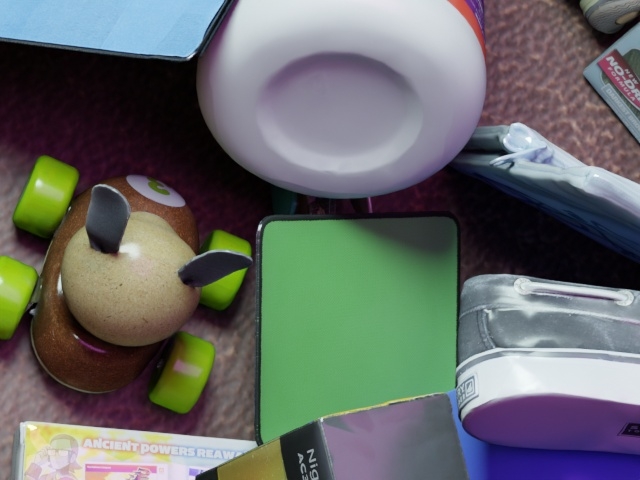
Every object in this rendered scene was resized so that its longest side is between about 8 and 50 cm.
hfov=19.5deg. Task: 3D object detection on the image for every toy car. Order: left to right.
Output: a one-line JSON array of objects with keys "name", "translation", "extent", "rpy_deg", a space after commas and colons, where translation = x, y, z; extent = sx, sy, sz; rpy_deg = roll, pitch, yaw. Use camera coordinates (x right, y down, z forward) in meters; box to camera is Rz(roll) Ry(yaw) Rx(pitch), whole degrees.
[{"name": "toy car", "translation": [-0.114, 0.010, 1.160], "extent": [0.155, 0.188, 0.149], "rpy_deg": [23, 67, -12]}]

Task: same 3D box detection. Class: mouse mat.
[{"name": "mouse mat", "translation": [0.028, 0.057, 1.236], "extent": [0.190, 0.007, 0.152], "rpy_deg": [-2, 94, -44]}]

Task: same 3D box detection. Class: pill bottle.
[{"name": "pill bottle", "translation": [0.018, -0.195, 1.244], "extent": [0.181, 0.181, 0.323], "rpy_deg": [16, 46, -14]}]

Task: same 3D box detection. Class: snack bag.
[{"name": "snack bag", "translation": [0.252, 0.008, 1.223], "extent": [0.323, 0.342, 0.037], "rpy_deg": [27, 90, -10]}]

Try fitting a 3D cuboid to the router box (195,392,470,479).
[{"name": "router box", "translation": [0.029, 0.259, 1.055], "extent": [0.081, 0.243, 0.309], "rpy_deg": [-10, 79, -22]}]

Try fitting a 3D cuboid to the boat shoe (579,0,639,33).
[{"name": "boat shoe", "translation": [0.298, -0.311, 1.440], "extent": [0.130, 0.132, 0.355], "rpy_deg": [46, 63, -1]}]

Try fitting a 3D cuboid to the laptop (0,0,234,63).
[{"name": "laptop", "translation": [-0.212, -0.340, 1.179], "extent": [0.408, 0.236, 0.382], "rpy_deg": [40, 56, -21]}]

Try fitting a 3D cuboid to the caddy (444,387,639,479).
[{"name": "caddy", "translation": [0.194, 0.182, 1.191], "extent": [0.341, 0.241, 0.179], "rpy_deg": [-7, 70, -21]}]

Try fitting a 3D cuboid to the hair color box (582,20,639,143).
[{"name": "hair color box", "translation": [0.401, -0.177, 1.444], "extent": [0.374, 0.113, 0.185], "rpy_deg": [-39, 90, -26]}]

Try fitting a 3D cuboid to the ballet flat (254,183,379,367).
[{"name": "ballet flat", "translation": [0.000, 0.000, 1.271], "extent": [0.079, 0.077, 0.221], "rpy_deg": [10, 66, -20]}]

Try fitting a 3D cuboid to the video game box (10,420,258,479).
[{"name": "video game box", "translation": [-0.099, 0.216, 1.179], "extent": [0.205, 0.048, 0.187], "rpy_deg": [8, 74, -18]}]

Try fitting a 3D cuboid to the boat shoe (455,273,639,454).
[{"name": "boat shoe", "translation": [0.223, 0.069, 1.066], "extent": [0.301, 0.108, 0.102], "rpy_deg": [5, 63, -7]}]
